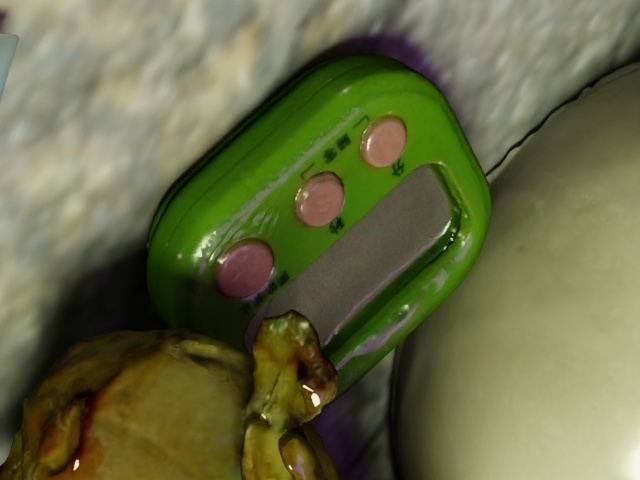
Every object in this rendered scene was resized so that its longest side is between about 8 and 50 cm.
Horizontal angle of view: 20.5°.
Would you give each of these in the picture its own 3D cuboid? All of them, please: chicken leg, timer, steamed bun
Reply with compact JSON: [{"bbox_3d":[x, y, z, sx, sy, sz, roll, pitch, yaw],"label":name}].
[{"bbox_3d":[-0.008,0.177,0.685,0.140,0.211,0.361,-56,129,-32],"label":"chicken leg"},{"bbox_3d":[0.000,0.000,0.696,0.140,0.047,0.128,-42,137,-10],"label":"timer"},{"bbox_3d":[0.197,0.072,0.805,0.324,0.206,0.324,-24,132,-29],"label":"steamed bun"}]

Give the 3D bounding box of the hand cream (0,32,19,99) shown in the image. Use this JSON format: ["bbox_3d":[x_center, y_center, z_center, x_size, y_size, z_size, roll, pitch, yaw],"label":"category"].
[{"bbox_3d":[-0.141,0.012,0.583,0.065,0.043,0.170,-6,118,-40],"label":"hand cream"}]
